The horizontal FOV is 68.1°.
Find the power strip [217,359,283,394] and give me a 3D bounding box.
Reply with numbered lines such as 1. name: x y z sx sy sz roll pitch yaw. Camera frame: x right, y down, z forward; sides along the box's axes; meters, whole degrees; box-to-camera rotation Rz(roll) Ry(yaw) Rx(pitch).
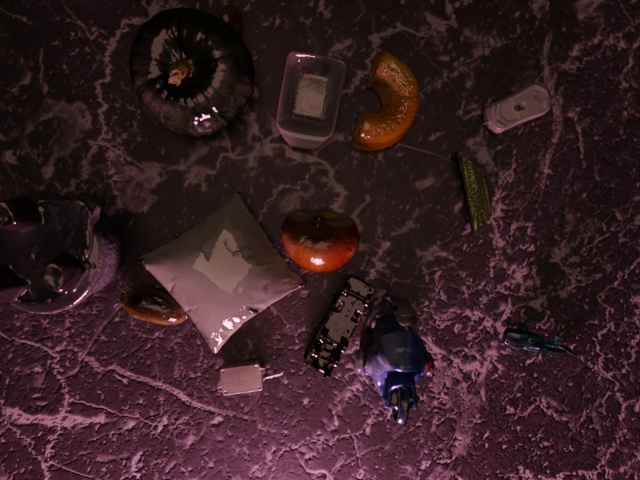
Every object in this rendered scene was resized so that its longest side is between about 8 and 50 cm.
1. power strip: -0.185 0.360 1.256 0.175 0.042 0.075 -6 93 -2

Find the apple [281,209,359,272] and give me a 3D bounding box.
1. apple: 0.000 0.000 1.180 0.195 0.173 0.160 4 90 3

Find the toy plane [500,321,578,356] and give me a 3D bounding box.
1. toy plane: 0.561 0.265 1.244 0.235 0.096 0.060 12 95 -19

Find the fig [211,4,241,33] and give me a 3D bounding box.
1. fig: -0.245 -0.557 1.205 0.088 0.074 0.074 5 92 20

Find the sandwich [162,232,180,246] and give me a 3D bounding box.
1. sandwich: -0.390 0.037 1.246 0.069 0.026 0.101 43 92 -4

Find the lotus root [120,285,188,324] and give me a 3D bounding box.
1. lotus root: -0.428 0.168 1.223 0.179 0.080 0.089 15 92 -3

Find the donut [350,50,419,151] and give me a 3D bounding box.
1. donut: 0.184 -0.349 1.213 0.152 0.101 0.259 14 88 -7

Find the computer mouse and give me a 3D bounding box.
1. computer mouse: 0.504 -0.339 1.234 0.181 0.056 0.089 -25 88 7

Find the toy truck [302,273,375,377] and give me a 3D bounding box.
1. toy truck: 0.048 0.214 1.215 0.088 0.121 0.259 27 92 -1

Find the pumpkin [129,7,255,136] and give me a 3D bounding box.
1. pumpkin: -0.313 -0.405 1.139 0.300 0.207 0.300 1 97 6

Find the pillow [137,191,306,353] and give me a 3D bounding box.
1. pillow: -0.244 0.080 1.202 0.312 0.119 0.310 -37 99 -3

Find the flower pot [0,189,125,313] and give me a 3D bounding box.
1. flower pot: -0.621 0.011 1.113 0.299 0.283 0.299 0 93 0

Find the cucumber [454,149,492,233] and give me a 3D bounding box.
1. cucumber: 0.403 -0.133 1.247 0.070 0.046 0.220 -13 94 -3

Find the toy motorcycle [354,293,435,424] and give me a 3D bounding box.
1. toy motorcycle: 0.159 0.257 1.122 0.182 0.319 0.241 -23 100 3

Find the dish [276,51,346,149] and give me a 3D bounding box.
1. dish: -0.028 -0.351 1.218 0.154 0.064 0.234 11 91 -2
